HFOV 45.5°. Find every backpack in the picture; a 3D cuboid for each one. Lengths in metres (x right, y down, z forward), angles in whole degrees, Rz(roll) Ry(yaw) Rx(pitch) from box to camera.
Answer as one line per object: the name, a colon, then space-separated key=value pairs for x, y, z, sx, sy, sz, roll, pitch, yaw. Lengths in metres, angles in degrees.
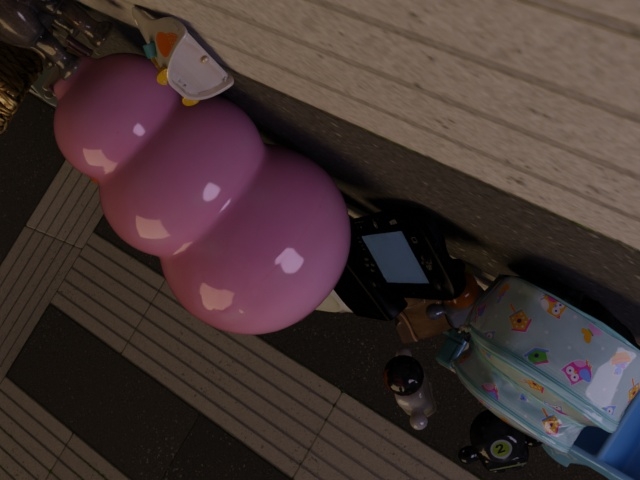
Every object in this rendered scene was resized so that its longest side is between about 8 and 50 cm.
backpack: x=0.213 y=0.111 z=0.717 sx=0.166 sy=0.144 sz=0.188 roll=35 pitch=174 yaw=9

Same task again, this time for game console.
game console: x=0.052 y=0.008 z=0.902 sx=0.213 sy=0.044 sz=0.361 roll=52 pitch=163 yaw=-10

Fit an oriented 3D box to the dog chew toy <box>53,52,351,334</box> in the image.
dog chew toy: x=-0.125 y=-0.054 z=0.775 sx=0.332 sy=0.206 sz=0.207 roll=43 pitch=172 yaw=-20

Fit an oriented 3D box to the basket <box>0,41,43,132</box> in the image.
basket: x=-0.576 y=-0.339 z=1.184 sx=0.299 sy=0.222 sz=0.213 roll=32 pitch=143 yaw=-23

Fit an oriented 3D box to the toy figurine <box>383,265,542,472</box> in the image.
toy figurine: x=0.195 y=0.154 z=0.921 sx=0.210 sy=0.213 sz=0.148 roll=31 pitch=168 yaw=29

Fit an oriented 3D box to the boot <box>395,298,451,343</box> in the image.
boot: x=0.150 y=0.065 z=1.140 sx=0.115 sy=0.112 sz=0.305 roll=-10 pitch=152 yaw=14

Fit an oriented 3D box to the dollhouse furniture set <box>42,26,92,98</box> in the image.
dollhouse furniture set: x=-0.370 y=-0.239 z=0.992 sx=0.114 sy=0.081 sz=0.091 roll=32 pitch=176 yaw=-21

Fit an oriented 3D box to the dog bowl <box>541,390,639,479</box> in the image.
dog bowl: x=0.450 y=0.287 z=1.134 sx=0.297 sy=0.166 sz=0.074 roll=27 pitch=164 yaw=43

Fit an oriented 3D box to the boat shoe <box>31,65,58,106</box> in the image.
boat shoe: x=-0.535 y=-0.314 z=1.469 sx=0.183 sy=0.065 sz=0.083 roll=37 pitch=177 yaw=-2

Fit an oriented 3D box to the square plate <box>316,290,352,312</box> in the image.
square plate: x=-0.104 y=0.020 z=1.247 sx=0.344 sy=0.049 sz=0.347 roll=3 pitch=147 yaw=49

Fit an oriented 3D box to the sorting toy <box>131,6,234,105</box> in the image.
sorting toy: x=-0.121 y=-0.154 z=0.614 sx=0.075 sy=0.045 sz=0.083 roll=50 pitch=-175 yaw=24

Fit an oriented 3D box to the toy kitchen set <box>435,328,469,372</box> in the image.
toy kitchen set: x=0.183 y=0.135 z=1.389 sx=0.166 sy=0.122 sz=0.207 roll=32 pitch=176 yaw=-22

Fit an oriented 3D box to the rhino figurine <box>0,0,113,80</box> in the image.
rhino figurine: x=-0.278 y=-0.214 z=0.705 sx=0.106 sy=0.073 sz=0.243 roll=36 pitch=176 yaw=-34

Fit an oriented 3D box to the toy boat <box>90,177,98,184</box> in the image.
toy boat: x=-0.362 y=-0.167 z=1.353 sx=0.231 sy=0.151 sz=0.151 roll=33 pitch=175 yaw=-34
